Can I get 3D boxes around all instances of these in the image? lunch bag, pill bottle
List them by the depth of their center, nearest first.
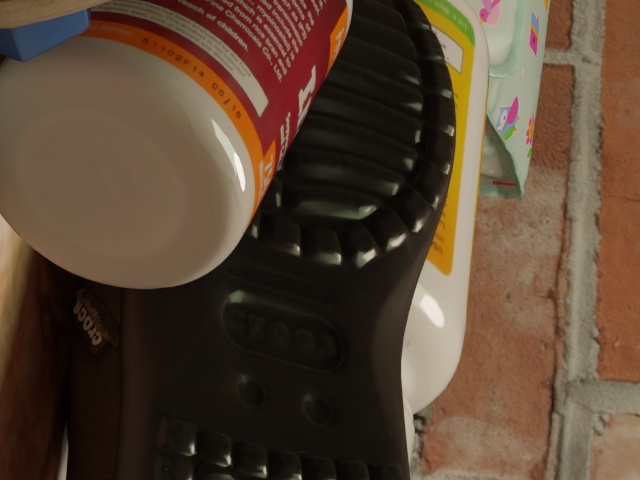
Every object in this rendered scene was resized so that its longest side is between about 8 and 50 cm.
[{"bbox_3d":[-0.040,-0.062,0.594,0.152,0.086,0.086,-65,160,-46],"label":"pill bottle"},{"bbox_3d":[0.000,0.000,0.854,0.136,0.136,0.245,85,11,-53],"label":"pill bottle"},{"bbox_3d":[0.075,-0.180,1.347,0.262,0.160,0.223,60,36,-59],"label":"lunch bag"}]

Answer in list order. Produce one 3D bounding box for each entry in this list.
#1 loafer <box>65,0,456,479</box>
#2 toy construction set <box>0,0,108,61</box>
[{"bbox_3d":[-0.043,0.026,0.688,0.130,0.134,0.366,-43,-149,45],"label":"loafer"},{"bbox_3d":[0.019,-0.197,0.459,0.257,0.237,0.308,-79,170,-46],"label":"toy construction set"}]
